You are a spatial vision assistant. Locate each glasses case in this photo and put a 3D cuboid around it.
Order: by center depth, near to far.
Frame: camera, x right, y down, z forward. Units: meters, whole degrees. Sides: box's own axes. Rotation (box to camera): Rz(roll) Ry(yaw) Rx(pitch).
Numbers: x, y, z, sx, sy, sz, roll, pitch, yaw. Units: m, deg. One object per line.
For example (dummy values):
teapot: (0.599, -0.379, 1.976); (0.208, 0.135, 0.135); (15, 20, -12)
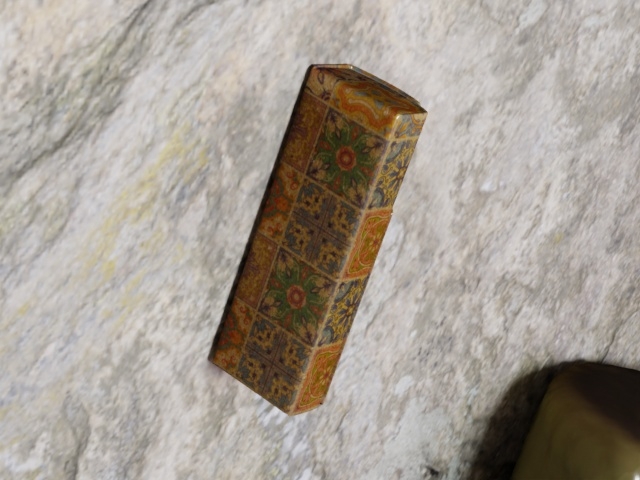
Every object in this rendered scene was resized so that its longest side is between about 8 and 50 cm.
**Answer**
glasses case: (0.000, 0.000, 1.249); (0.049, 0.075, 0.218); (-11, 126, -53)

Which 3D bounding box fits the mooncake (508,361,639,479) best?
mooncake: (0.343, 0.284, 1.671); (0.393, 0.394, 0.246); (-19, 136, -64)
